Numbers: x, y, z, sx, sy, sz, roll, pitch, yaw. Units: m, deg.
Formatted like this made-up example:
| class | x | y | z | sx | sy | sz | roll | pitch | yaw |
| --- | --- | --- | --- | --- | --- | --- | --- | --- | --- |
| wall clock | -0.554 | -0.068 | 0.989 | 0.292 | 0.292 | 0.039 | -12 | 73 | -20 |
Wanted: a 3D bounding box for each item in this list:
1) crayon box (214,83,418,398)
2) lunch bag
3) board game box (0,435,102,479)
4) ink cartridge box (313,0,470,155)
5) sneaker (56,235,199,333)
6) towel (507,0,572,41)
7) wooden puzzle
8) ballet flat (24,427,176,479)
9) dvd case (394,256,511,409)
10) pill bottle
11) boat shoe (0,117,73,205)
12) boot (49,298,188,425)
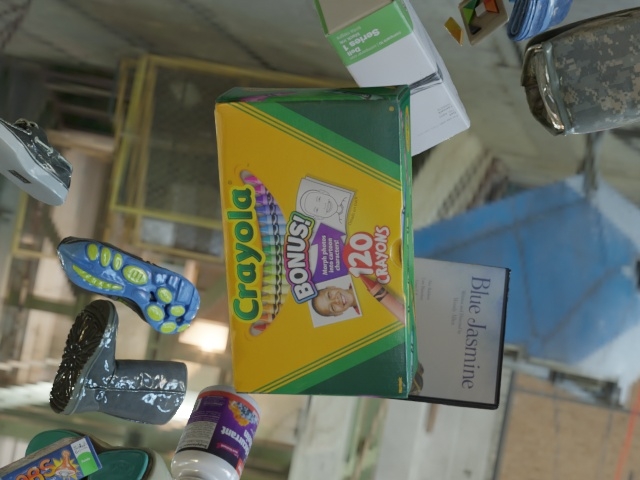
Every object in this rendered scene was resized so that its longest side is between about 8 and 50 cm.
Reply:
| class | x | y | z | sx | sy | sz | roll | pitch | yaw |
| --- | --- | --- | --- | --- | --- | --- | --- | --- | --- |
| crayon box | 0.000 | 0.000 | 1.189 | 0.165 | 0.278 | 0.081 | 0 | -164 | 11 |
| lunch bag | 0.437 | -0.259 | 1.977 | 0.235 | 0.169 | 0.287 | -15 | -176 | 1 |
| board game box | -0.294 | 0.236 | 1.276 | 0.136 | 0.035 | 0.201 | -24 | 179 | -20 |
| ink cartridge box | 0.079 | -0.228 | 1.534 | 0.092 | 0.160 | 0.219 | -27 | 132 | 11 |
| sneaker | -0.205 | 0.042 | 1.411 | 0.188 | 0.067 | 0.078 | 32 | -178 | -38 |
| towel | 0.257 | -0.269 | 1.508 | 0.029 | 0.067 | 0.119 | 28 | -147 | 24 |
| wooden puzzle | 0.218 | -0.309 | 1.766 | 0.014 | 0.078 | 0.116 | 17 | 131 | -44 |
| ballet flat | -0.248 | 0.272 | 1.500 | 0.086 | 0.086 | 0.248 | 12 | 174 | -43 |
| dvd case | 0.107 | 0.109 | 1.620 | 0.253 | 0.180 | 0.022 | 7 | 171 | -8 |
| pill bottle | -0.168 | 0.330 | 2.018 | 0.108 | 0.193 | 0.108 | 11 | 139 | 9 |
| boat shoe | -0.414 | -0.128 | 1.791 | 0.078 | 0.070 | 0.219 | 6 | 156 | 25 |
| boot | -0.266 | 0.177 | 1.842 | 0.208 | 0.189 | 0.076 | 13 | -159 | -43 |
